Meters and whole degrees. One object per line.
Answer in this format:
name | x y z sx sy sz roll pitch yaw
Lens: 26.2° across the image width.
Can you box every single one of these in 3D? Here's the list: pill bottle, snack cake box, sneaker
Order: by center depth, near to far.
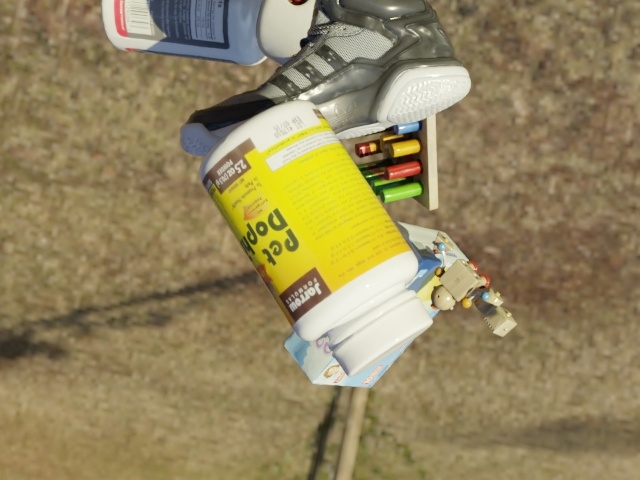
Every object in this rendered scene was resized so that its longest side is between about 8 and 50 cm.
pill bottle | 0.000 0.000 1.127 0.117 0.215 0.117 -32 171 -6
sneaker | -0.008 -0.167 1.257 0.269 0.153 0.101 -14 176 -1
snack cake box | 0.088 0.099 2.062 0.152 0.264 0.089 9 -144 -52
pill bottle | -0.162 -0.364 2.131 0.319 0.176 0.176 9 167 15

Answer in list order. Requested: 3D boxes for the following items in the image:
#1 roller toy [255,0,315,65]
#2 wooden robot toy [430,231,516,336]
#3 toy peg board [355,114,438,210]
roller toy | 0.018 -0.304 1.858 0.146 0.191 0.209 32 -143 16
wooden robot toy | 0.189 0.073 1.879 0.173 0.079 0.076 50 -163 20
toy peg board | 0.103 -0.139 2.060 0.079 0.160 0.161 -14 -153 -20
